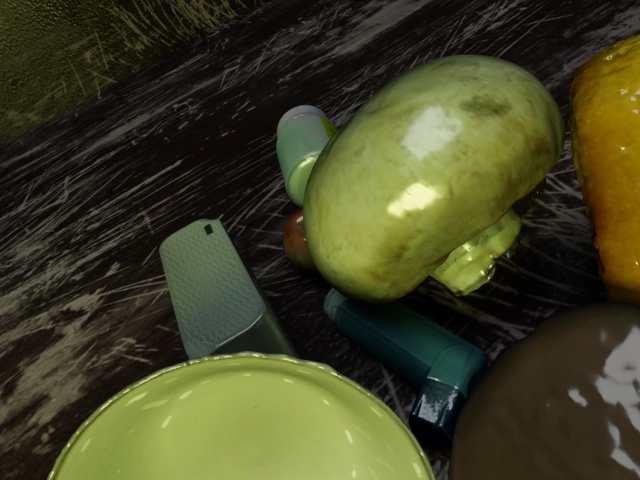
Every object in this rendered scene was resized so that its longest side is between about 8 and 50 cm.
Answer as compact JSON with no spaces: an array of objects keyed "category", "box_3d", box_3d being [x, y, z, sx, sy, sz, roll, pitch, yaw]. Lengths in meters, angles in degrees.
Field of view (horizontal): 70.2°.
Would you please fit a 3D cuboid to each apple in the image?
[{"category":"apple","box_3d":[-0.003,0.001,0.766,0.126,0.102,0.126,-9,45,9]}]

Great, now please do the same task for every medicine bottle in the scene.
[{"category":"medicine bottle","box_3d":[-0.016,-0.171,0.919,0.139,0.139,0.225,-21,42,3]},{"category":"medicine bottle","box_3d":[0.097,0.143,0.589,0.124,0.079,0.258,-39,43,-19]}]

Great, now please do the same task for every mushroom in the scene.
[{"category":"mushroom","box_3d":[0.135,-0.070,0.577,0.260,0.352,0.352,44,67,0]}]

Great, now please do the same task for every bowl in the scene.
[{"category":"bowl","box_3d":[-0.068,0.242,0.449,0.337,0.337,0.157,-25,10,-1]}]

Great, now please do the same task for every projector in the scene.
[{"category":"projector","box_3d":[-0.119,0.112,0.632,0.108,0.198,0.250,-31,41,-8]}]

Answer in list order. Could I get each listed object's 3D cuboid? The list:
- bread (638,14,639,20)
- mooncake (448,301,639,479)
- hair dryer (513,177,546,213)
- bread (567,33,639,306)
[{"category":"bread","box_3d":[0.654,-0.339,0.684,0.239,0.395,0.264,17,79,59]},{"category":"mooncake","box_3d":[0.257,0.198,0.372,0.283,0.141,0.283,-21,52,30]},{"category":"hair dryer","box_3d":[0.211,-0.077,0.764,0.251,0.089,0.197,-40,55,3]},{"category":"bread","box_3d":[0.387,-0.068,0.471,0.204,0.358,0.337,-9,-2,34]}]
